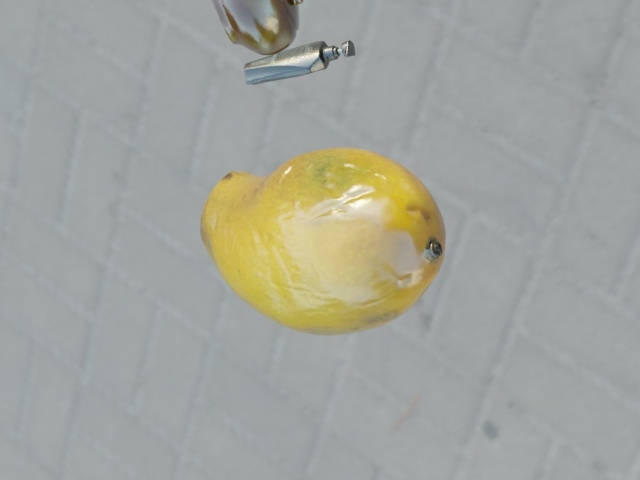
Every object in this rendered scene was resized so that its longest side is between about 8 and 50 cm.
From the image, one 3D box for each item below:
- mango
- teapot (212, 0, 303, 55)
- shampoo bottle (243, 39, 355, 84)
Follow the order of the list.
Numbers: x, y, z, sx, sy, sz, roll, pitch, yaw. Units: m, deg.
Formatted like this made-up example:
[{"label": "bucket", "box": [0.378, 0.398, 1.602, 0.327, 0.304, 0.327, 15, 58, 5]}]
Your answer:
[{"label": "mango", "box": [0.000, 0.004, 1.856, 0.359, 0.144, 0.187, -10, 98, 56]}, {"label": "teapot", "box": [-0.041, -0.193, 1.336, 0.129, 0.078, 0.098, -107, -6, -49]}, {"label": "shampoo bottle", "box": [-0.024, -0.208, 2.133, 0.137, 0.048, 0.027, -12, 132, 25]}]
